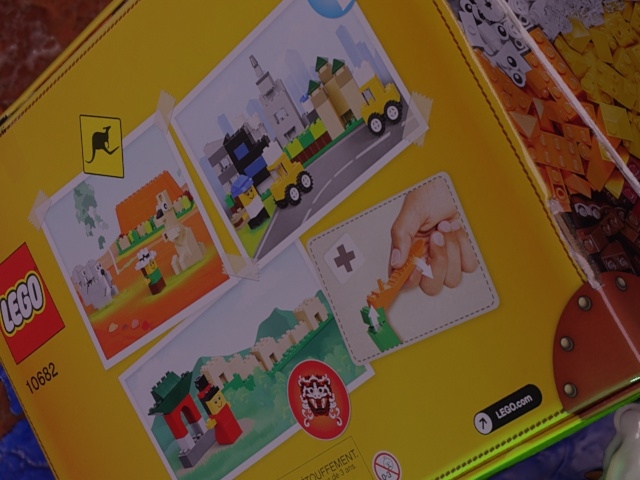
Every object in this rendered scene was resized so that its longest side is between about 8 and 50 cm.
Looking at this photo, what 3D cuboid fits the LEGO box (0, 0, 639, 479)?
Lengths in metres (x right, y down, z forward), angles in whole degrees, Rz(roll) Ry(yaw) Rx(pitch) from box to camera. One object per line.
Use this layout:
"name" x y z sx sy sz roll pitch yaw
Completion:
"LEGO box" 0.000 0.000 1.154 0.500 0.193 0.372 -35 77 41

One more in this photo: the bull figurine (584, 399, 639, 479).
"bull figurine" 0.135 0.244 1.218 0.101 0.188 0.310 45 109 38
